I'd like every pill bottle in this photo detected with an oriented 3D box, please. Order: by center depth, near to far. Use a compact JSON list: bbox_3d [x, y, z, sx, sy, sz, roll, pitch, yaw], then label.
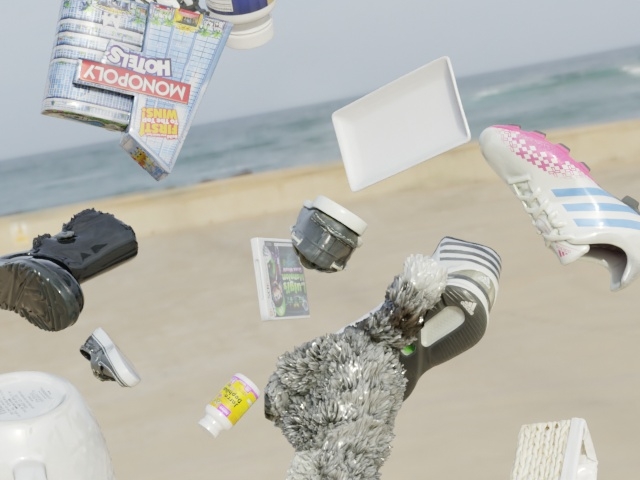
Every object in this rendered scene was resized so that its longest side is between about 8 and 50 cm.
[{"bbox_3d":[-0.118,0.213,1.527,0.083,0.043,0.043,-48,22,-20],"label":"pill bottle"},{"bbox_3d":[-0.124,-0.391,1.808,0.112,0.186,0.112,-6,39,5],"label":"pill bottle"}]

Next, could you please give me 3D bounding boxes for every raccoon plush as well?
[{"bbox_3d":[0.067,0.258,1.855,0.216,0.446,0.299,15,25,-24],"label":"raccoon plush"}]

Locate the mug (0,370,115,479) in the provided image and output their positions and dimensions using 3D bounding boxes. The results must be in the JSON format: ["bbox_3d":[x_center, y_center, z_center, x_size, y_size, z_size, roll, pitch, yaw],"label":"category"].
[{"bbox_3d":[-0.427,0.395,1.761,0.276,0.328,0.374,-7,21,-18],"label":"mug"}]

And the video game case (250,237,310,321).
[{"bbox_3d":[-0.082,0.082,2.515,0.022,0.173,0.190,-10,-6,25],"label":"video game case"}]

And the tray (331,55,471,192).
[{"bbox_3d":[0.133,-0.185,1.947,0.030,0.145,0.270,-5,-13,-45],"label":"tray"}]

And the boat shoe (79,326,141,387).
[{"bbox_3d":[-0.242,0.142,1.366,0.040,0.049,0.142,-42,26,-8],"label":"boat shoe"}]

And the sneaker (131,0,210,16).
[{"bbox_3d":[-0.230,-0.320,1.471,0.106,0.234,0.078,-30,5,25],"label":"sneaker"}]

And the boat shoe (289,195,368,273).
[{"bbox_3d":[0.000,0.000,1.750,0.114,0.091,0.302,34,-5,5],"label":"boat shoe"}]

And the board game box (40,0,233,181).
[{"bbox_3d":[-0.211,-0.174,1.364,0.194,0.194,0.060,11,-12,-19],"label":"board game box"}]

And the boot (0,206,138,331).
[{"bbox_3d":[-0.329,0.030,1.615,0.207,0.094,0.246,-28,23,-36],"label":"boot"}]

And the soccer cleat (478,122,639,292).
[{"bbox_3d":[0.368,-0.050,1.835,0.143,0.331,0.116,-53,-7,-20],"label":"soccer cleat"}]

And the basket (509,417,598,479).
[{"bbox_3d":[0.342,0.359,1.764,0.103,0.113,0.167,-5,39,24],"label":"basket"}]

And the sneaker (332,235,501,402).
[{"bbox_3d":[0.167,0.151,2.187,0.447,0.169,0.257,-33,10,38],"label":"sneaker"}]
